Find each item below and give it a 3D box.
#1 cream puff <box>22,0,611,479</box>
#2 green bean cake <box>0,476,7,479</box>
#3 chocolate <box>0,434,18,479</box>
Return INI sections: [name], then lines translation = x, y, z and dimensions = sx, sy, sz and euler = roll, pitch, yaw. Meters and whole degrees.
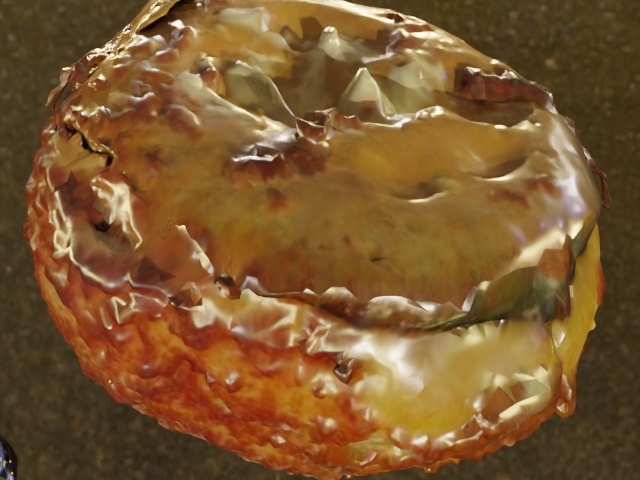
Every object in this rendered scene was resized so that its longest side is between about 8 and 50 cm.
[cream puff]
translation = 0.001, 0.000, 0.566
dimensions = 0.240, 0.164, 0.240
euler = 10, 30, -6
[green bean cake]
translation = -0.280, 0.223, 1.024
dimensions = 0.214, 0.200, 0.113
euler = 35, 81, -13
[chocolate]
translation = -0.350, 0.288, 1.307
dimensions = 0.126, 0.148, 0.343
euler = 13, 15, -15
